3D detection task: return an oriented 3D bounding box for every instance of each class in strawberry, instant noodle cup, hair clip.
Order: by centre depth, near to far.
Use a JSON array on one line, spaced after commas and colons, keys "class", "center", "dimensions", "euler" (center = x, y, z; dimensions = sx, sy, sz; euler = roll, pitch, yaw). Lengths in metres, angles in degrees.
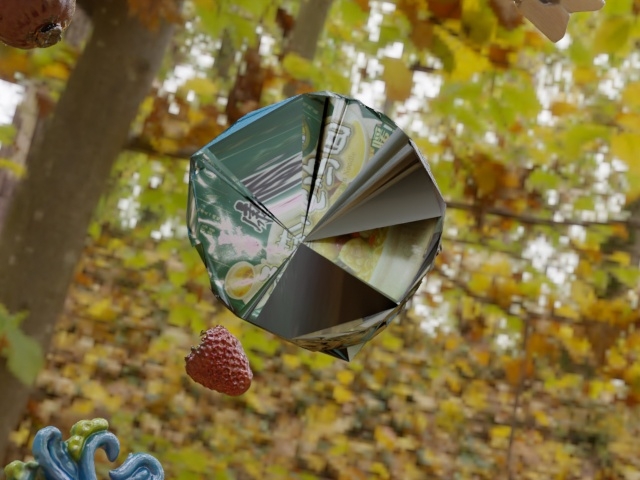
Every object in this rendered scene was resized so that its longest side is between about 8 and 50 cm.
[{"class": "instant noodle cup", "center": [0.000, 0.000, 1.234], "dimensions": [0.240, 0.240, 0.178], "euler": [9, -15, 6]}, {"class": "strawberry", "center": [-0.112, 0.140, 1.472], "dimensions": [0.083, 0.073, 0.073], "euler": [42, -21, 0]}, {"class": "hair clip", "center": [0.225, -0.351, 1.543], "dimensions": [0.101, 0.085, 0.331], "euler": [-39, -38, 19]}]

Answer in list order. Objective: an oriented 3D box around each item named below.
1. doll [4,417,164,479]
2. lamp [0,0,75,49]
[{"class": "doll", "center": [-0.347, 0.436, 1.933], "dimensions": [0.346, 0.341, 0.099], "euler": [-20, -5, -37]}, {"class": "lamp", "center": [-0.320, -0.256, 1.447], "dimensions": [0.101, 0.090, 0.101], "euler": [-27, -16, -8]}]
